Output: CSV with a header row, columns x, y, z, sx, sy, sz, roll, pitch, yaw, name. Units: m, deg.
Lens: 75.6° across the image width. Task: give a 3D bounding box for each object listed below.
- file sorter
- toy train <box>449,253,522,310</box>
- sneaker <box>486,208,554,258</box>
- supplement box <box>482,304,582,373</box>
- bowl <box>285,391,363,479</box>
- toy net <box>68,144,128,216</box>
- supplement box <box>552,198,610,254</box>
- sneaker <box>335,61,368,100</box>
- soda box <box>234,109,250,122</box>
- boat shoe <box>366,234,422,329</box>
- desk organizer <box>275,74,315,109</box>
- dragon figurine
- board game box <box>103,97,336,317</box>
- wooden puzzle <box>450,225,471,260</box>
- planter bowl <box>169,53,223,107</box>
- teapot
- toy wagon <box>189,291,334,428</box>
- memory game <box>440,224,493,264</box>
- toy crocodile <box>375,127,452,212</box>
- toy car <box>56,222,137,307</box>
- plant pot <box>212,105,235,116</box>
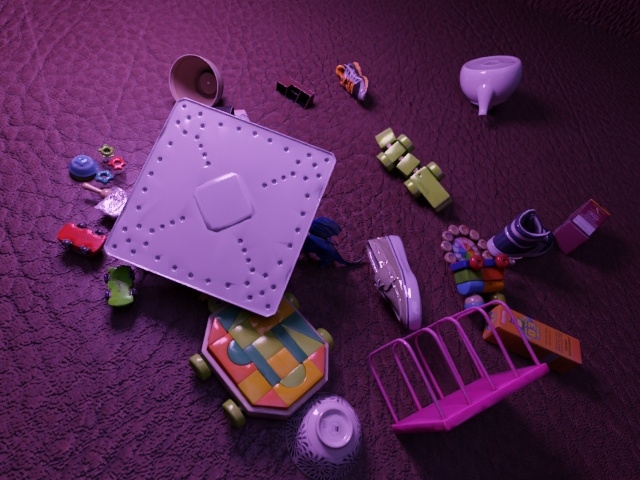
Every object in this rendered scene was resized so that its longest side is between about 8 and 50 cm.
x,y,z,sx,sy,sz,roll,pitch,yaw,name
0.284,0.267,0.898,0.290,0.202,0.182,-15,70,-26,file sorter
0.485,0.117,1.139,0.247,0.105,0.144,-1,75,-22,toy train
0.653,-0.023,1.253,0.282,0.153,0.099,-9,59,-28,sneaker
0.551,0.259,1.081,0.233,0.080,0.078,23,50,2,supplement box
0.019,0.382,0.828,0.170,0.080,0.170,9,54,-12,bowl
-0.537,-0.141,1.043,0.122,0.045,0.232,-26,69,-32,toy net
0.859,-0.046,1.370,0.188,0.104,0.081,-31,70,-32,supplement box
0.118,-0.589,1.536,0.083,0.084,0.215,-4,49,-16,sneaker
-0.310,-0.349,1.246,0.183,0.058,0.063,-12,61,-24,soda box
0.184,0.105,1.056,0.094,0.109,0.302,-6,40,-1,boat shoe
-0.089,-0.517,1.438,0.130,0.047,0.050,35,56,8,desk organizer
0.000,0.000,1.040,0.289,0.144,0.085,23,55,-10,dragon figurine
-0.211,-0.079,0.918,0.389,0.050,0.390,21,78,2,board game box
0.419,0.009,1.253,0.078,0.014,0.116,44,55,9,wooden puzzle
-0.367,-0.485,1.277,0.162,0.162,0.109,28,25,3,planter bowl
0.691,-0.632,1.683,0.256,0.187,0.252,-19,35,-9,teapot
-0.145,0.212,0.891,0.267,0.068,0.344,-32,68,-33,toy wagon
0.440,0.032,1.230,0.186,0.012,0.186,10,58,-17,memory game
0.292,-0.231,1.331,0.115,0.105,0.340,-42,72,8,toy crocodile
-0.452,0.054,0.926,0.238,0.053,0.225,-6,59,-20,toy car
-0.322,-0.234,1.098,0.166,0.188,0.188,7,54,1,plant pot
